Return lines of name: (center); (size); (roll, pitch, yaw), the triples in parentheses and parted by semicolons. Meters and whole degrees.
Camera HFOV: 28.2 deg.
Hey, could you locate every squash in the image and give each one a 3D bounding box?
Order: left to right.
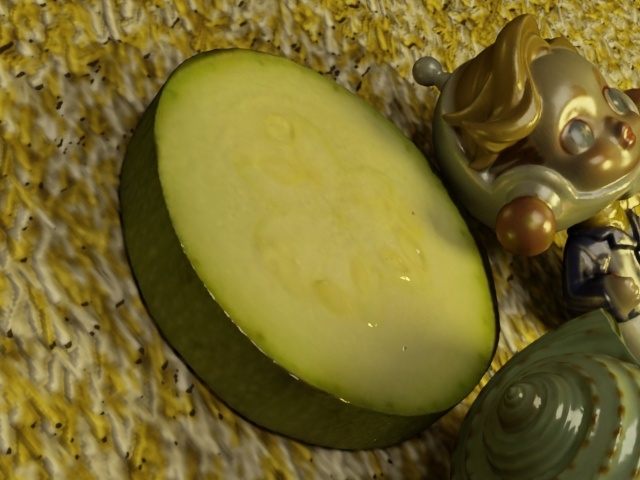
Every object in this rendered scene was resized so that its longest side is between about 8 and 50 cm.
squash: (0.000, 0.000, 0.744); (0.252, 0.049, 0.252); (26, 42, -26)

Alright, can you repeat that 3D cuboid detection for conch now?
conch: (0.136, 0.137, 0.686); (0.172, 0.131, 0.200); (-111, -177, -56)

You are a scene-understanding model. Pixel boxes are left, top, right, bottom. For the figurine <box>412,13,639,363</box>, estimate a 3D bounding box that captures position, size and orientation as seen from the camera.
figurine: (0.181, -0.024, 0.872); (0.274, 0.133, 0.194); (41, 53, -24)
